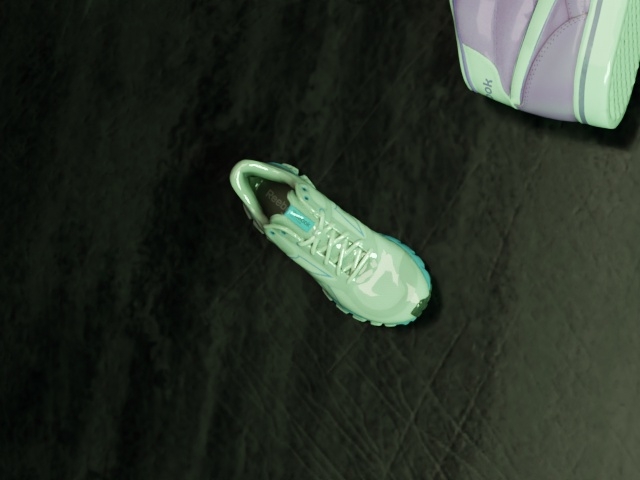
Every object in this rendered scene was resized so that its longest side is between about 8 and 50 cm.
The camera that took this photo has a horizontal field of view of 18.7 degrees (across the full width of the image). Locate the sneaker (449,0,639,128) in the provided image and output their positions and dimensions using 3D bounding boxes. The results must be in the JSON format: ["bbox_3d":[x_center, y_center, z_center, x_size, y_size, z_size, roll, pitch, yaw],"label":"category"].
[{"bbox_3d":[0.180,-0.236,1.469,0.161,0.102,0.282,15,84,26],"label":"sneaker"}]

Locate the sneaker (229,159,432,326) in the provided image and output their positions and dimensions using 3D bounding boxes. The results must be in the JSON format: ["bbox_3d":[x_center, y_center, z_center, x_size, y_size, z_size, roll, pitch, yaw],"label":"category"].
[{"bbox_3d":[0.000,0.000,1.495,0.190,0.083,0.071,35,91,22],"label":"sneaker"}]
